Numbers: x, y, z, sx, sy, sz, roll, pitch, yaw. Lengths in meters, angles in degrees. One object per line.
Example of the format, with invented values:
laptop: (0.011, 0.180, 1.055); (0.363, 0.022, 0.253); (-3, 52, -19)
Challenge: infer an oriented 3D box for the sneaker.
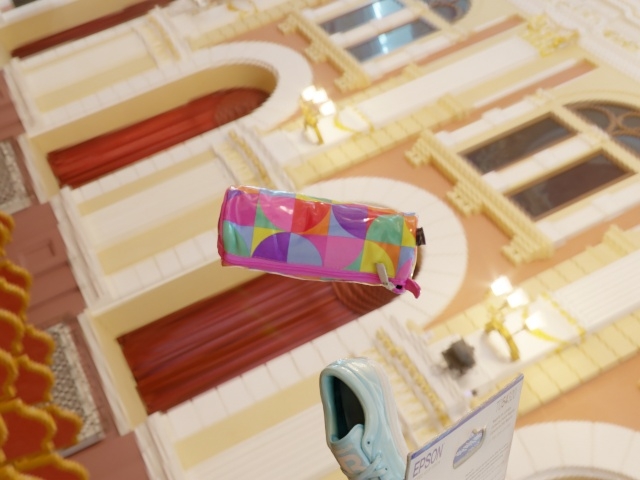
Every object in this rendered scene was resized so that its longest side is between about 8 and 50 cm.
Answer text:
sneaker: (0.073, 0.375, 1.459); (0.150, 0.135, 0.366); (9, 54, -51)

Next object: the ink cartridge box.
ink cartridge box: (0.112, 0.322, 0.918); (0.071, 0.324, 0.330); (12, -79, 29)

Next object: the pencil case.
pencil case: (0.000, 0.000, 0.974); (0.104, 0.236, 0.104); (9, 90, -90)
